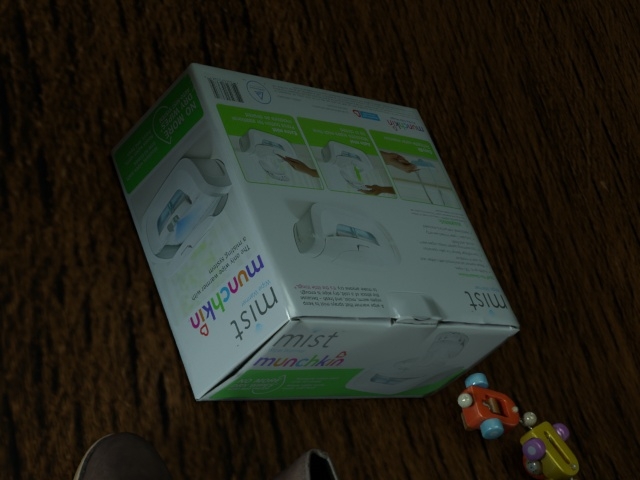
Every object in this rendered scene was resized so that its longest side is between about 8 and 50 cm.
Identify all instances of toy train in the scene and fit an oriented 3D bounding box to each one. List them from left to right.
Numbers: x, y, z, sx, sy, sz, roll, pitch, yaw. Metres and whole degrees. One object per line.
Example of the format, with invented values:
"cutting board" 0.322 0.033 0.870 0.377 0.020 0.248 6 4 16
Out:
"toy train" 0.168 0.196 1.180 0.125 0.046 0.166 14 43 -37

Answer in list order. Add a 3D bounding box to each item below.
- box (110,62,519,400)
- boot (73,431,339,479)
"box" 0.000 0.000 1.113 0.262 0.127 0.231 5 54 -45
"boot" -0.055 0.175 0.806 0.090 0.207 0.248 18 40 -36
